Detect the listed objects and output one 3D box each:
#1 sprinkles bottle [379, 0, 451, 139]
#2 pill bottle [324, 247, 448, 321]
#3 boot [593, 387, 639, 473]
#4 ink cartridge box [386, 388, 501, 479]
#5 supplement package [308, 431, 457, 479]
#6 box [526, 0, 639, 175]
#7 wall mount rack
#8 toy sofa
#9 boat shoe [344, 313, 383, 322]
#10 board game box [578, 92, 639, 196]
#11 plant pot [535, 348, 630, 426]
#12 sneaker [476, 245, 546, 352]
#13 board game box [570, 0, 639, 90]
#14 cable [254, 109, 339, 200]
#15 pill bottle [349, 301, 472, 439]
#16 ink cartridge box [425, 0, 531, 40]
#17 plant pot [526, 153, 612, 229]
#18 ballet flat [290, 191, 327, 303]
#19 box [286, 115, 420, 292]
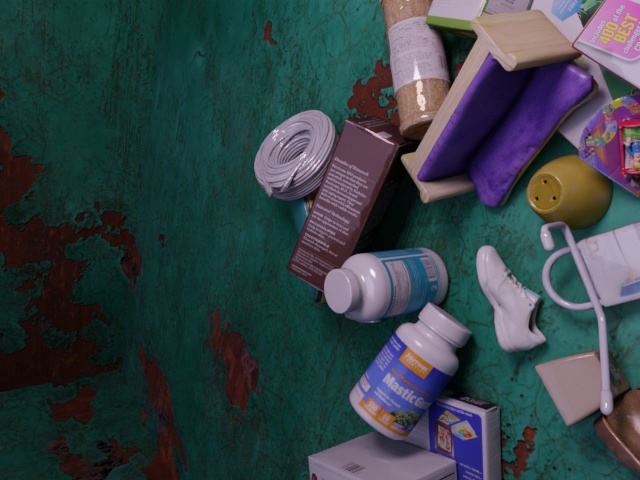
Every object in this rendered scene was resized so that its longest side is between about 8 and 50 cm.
[{"bbox_3d":[0.201,-0.395,1.190,0.121,0.121,0.354,-21,72,53],"label":"sprinkles bottle"},{"bbox_3d":[0.140,0.095,1.231,0.146,0.264,0.146,8,100,54],"label":"pill bottle"},{"bbox_3d":[0.556,0.351,0.833,0.305,0.112,0.115,52,122,40],"label":"boot"},{"bbox_3d":[0.265,0.483,1.274,0.304,0.072,0.306,4,99,53],"label":"ink cartridge box"},{"bbox_3d":[0.133,0.542,1.233,0.262,0.204,0.145,-4,91,53],"label":"supplement package"},{"bbox_3d":[0.451,-0.295,0.935,0.322,0.059,0.232,57,136,31],"label":"box"},{"bbox_3d":[0.489,0.081,0.845,0.350,0.131,0.303,-28,77,45],"label":"wall mount rack"},{"bbox_3d":[0.296,-0.204,1.008,0.177,0.150,0.362,64,154,25],"label":"toy sofa"},{"bbox_3d":[0.108,0.186,1.469,0.142,0.049,0.040,3,96,56],"label":"boat shoe"},{"bbox_3d":[0.482,-0.136,0.853,0.169,0.033,0.133,35,129,3],"label":"board game box"},{"bbox_3d":[0.452,0.238,0.963,0.096,0.109,0.109,-41,61,34],"label":"plant pot"},{"bbox_3d":[0.371,0.104,1.090,0.094,0.080,0.212,-22,83,41],"label":"sneaker"},{"bbox_3d":[0.536,-0.273,0.729,0.316,0.064,0.242,45,126,21],"label":"board game box"},{"bbox_3d":[-0.062,-0.229,1.524,0.257,0.089,0.257,-42,40,4],"label":"cable"},{"bbox_3d":[0.196,0.272,1.210,0.272,0.152,0.152,-55,46,7],"label":"pill bottle"},{"bbox_3d":[0.313,-0.500,1.030,0.188,0.097,0.255,-125,51,-60],"label":"ink cartridge box"},{"bbox_3d":[0.413,-0.083,0.980,0.134,0.095,0.134,7,99,53],"label":"plant pot"},{"bbox_3d":[0.000,0.000,1.542,0.123,0.123,0.348,-33,64,51],"label":"ballet flat"},{"bbox_3d":[0.075,-0.082,1.299,0.143,0.191,0.381,30,114,14],"label":"box"}]
